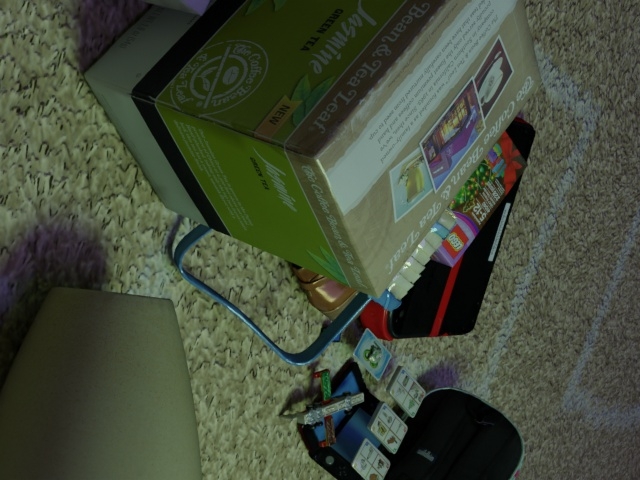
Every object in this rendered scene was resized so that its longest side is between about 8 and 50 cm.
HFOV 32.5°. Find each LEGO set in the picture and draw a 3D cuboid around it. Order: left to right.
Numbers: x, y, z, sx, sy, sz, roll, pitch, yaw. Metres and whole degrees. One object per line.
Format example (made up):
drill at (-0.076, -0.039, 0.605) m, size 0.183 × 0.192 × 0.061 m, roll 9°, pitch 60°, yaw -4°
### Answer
LEGO set at (0.047, 0.235, 1.649) m, size 0.244 × 0.060 × 0.182 m, roll 49°, pitch 59°, yaw -36°

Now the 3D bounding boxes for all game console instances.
game console at (0.050, 0.282, 1.677) m, size 0.144 × 0.124 × 0.085 m, roll -48°, pitch 172°, yaw -25°
game console at (0.207, -0.026, 1.752) m, size 0.342 × 0.060 × 0.386 m, roll 3°, pitch 106°, yaw -58°

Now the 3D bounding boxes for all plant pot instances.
plant pot at (-0.230, 0.190, 1.134) m, size 0.256 × 0.257 × 0.273 m, roll 13°, pitch 82°, yaw -55°

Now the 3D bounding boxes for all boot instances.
boot at (0.043, 0.009, 1.530) m, size 0.197 × 0.073 × 0.152 m, roll -59°, pitch 139°, yaw -21°

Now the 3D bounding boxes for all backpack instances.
backpack at (0.209, 0.382, 1.829) m, size 0.253 × 0.225 × 0.191 m, roll -52°, pitch 165°, yaw -30°

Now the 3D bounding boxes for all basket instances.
basket at (0.000, 0.000, 1.342) m, size 0.289 × 0.201 × 0.255 m, roll -44°, pitch 127°, yaw 1°

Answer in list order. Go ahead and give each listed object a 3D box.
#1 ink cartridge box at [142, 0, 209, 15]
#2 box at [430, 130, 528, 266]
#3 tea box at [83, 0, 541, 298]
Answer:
ink cartridge box at (-0.142, -0.378, 1.021) m, size 0.198 × 0.115 × 0.272 m, roll 32°, pitch 82°, yaw -55°
box at (0.156, -0.129, 1.536) m, size 0.201 × 0.057 × 0.293 m, roll -52°, pitch 127°, yaw -13°
tea box at (0.001, -0.168, 1.149) m, size 0.329 × 0.324 × 0.220 m, roll -52°, pitch 143°, yaw -23°
